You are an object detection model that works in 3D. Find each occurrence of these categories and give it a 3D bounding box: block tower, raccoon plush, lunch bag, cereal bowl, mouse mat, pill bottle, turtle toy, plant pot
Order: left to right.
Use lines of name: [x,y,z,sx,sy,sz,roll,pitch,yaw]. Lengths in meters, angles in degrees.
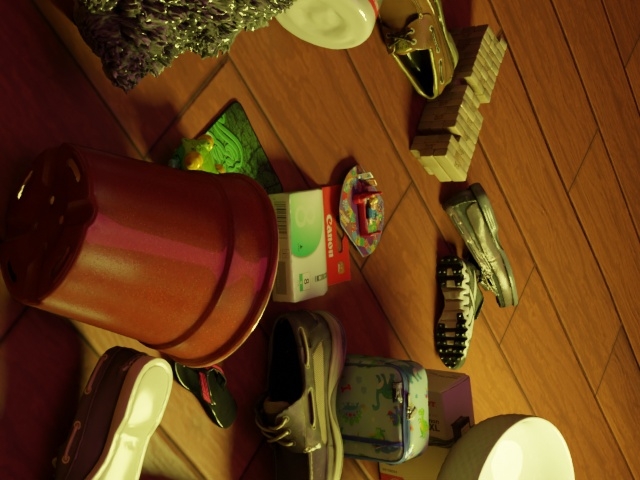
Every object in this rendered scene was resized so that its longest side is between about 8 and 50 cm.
plant pot: [-0.240,0.008,1.334,0.265,0.272,0.272,18,76,-43]
turtle toy: [-0.183,-0.090,1.539,0.095,0.066,0.130,-72,146,-63]
raccoon plush: [-0.120,-0.362,1.344,0.216,0.446,0.299,57,26,-13]
mouse mat: [-0.131,-0.105,1.656,0.152,0.007,0.189,-53,129,-36]
pill bottle: [0.044,-0.493,1.733,0.176,0.176,0.318,40,60,-45]
lunch bag: [0.076,0.283,1.755,0.090,0.219,0.176,-3,94,-51]
block tower: [0.278,-0.284,2.104,0.097,0.091,0.335,45,56,-43]
cereal bowl: [0.300,0.466,1.832,0.339,0.141,0.339,-3,94,-47]

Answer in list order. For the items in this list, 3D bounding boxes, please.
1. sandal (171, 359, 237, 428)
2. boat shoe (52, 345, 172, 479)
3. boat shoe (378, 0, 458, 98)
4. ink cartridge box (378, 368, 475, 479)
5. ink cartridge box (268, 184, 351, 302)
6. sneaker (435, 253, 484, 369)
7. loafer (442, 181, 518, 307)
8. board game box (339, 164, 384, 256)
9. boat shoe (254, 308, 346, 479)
sandal: [-0.166,0.219,1.590,0.067,0.040,0.179,-58,132,-33]
boat shoe: [-0.296,0.288,1.383,0.109,0.091,0.305,36,73,-57]
boat shoe: [0.173,-0.390,1.951,0.307,0.111,0.104,48,54,-41]
ink cartridge box: [0.195,0.366,1.947,0.100,0.172,0.237,-18,105,-47]
ink cartridge box: [0.000,0.000,1.787,0.225,0.056,0.181,-11,100,-51]
sneaker: [0.292,0.146,2.142,0.106,0.078,0.234,3,86,-49]
loafer: [0.334,0.021,2.201,0.109,0.095,0.302,-111,179,-62]
board game box: [0.089,-0.053,1.899,0.168,0.033,0.133,54,46,-44]
boat shoe: [-0.049,0.283,1.693,0.130,0.132,0.355,16,70,-41]
